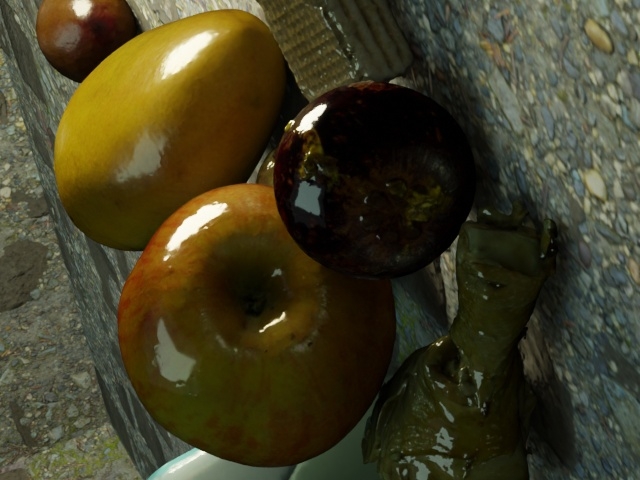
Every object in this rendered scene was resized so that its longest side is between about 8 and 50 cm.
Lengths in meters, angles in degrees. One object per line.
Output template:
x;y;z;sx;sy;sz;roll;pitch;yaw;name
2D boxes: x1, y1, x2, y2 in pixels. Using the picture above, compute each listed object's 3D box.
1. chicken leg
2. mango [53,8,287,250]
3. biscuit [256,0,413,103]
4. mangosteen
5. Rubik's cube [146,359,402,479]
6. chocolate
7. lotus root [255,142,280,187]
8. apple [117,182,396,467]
0.143;0.122;1.582;0.429;0.153;0.201;100;153;-48;chicken leg
-0.180;-0.139;2.039;0.232;0.300;0.446;35;152;-16;mango
-0.052;-0.329;1.609;0.426;0.078;0.144;63;153;-4;biscuit
0.043;-0.065;1.567;0.217;0.192;0.192;-127;20;-65;mangosteen
-0.001;0.377;1.980;0.347;0.352;0.352;64;168;9;Rubik's cube
-0.362;-0.325;2.563;0.176;0.177;0.176;57;161;33;chocolate
0.000;0.000;1.890;0.145;0.128;0.260;29;141;51;lotus root
-0.056;0.080;1.684;0.301;0.302;0.301;57;161;33;apple
